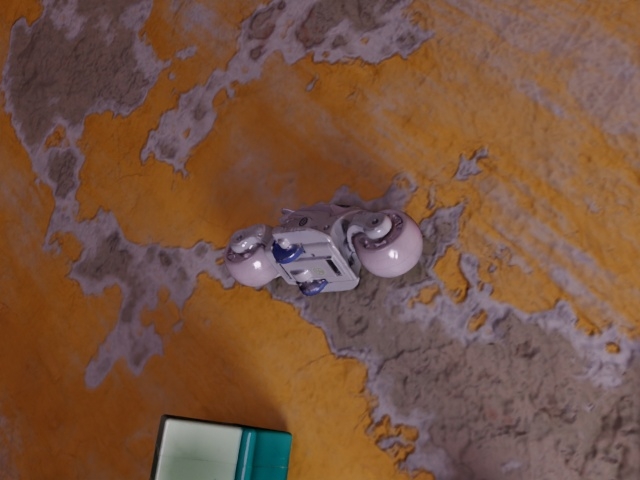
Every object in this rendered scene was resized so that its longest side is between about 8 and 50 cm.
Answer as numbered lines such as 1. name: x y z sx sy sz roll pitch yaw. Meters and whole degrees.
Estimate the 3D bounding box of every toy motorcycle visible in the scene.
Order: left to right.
1. toy motorcycle: 0.000 0.000 0.833 0.254 0.112 0.112 -7 71 33

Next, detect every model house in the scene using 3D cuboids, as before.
1. model house: -0.108 0.248 0.797 0.127 0.149 0.100 143 135 -73
